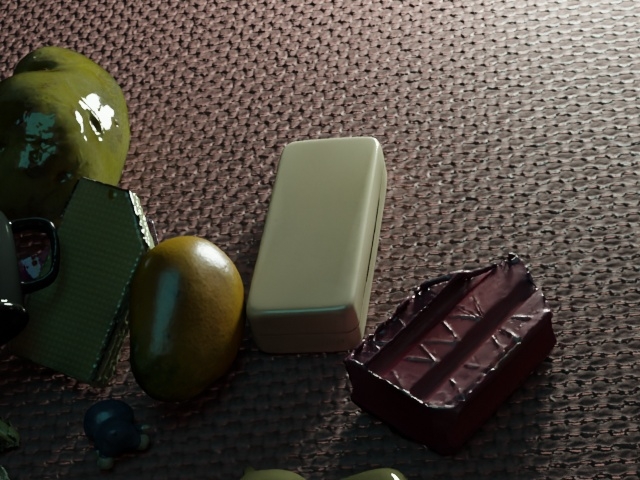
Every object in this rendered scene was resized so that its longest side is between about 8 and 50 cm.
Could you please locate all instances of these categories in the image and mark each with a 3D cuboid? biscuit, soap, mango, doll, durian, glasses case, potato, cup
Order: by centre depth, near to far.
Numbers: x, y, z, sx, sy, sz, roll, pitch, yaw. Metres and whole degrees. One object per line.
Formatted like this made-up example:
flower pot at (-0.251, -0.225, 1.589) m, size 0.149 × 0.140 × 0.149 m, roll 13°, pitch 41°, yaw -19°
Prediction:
soap at (0.167, 0.120, 1.826) m, size 0.162 × 0.099 × 0.250 m, roll 27°, pitch 56°, yaw 37°
doll at (-0.245, 0.224, 1.867) m, size 0.076 × 0.050 × 0.083 m, roll -22°, pitch 40°, yaw -16°
mango at (-0.163, 0.099, 1.910) m, size 0.120 × 0.151 × 0.221 m, roll -31°, pitch 48°, yaw 44°
durian at (-0.428, 0.237, 1.921) m, size 0.130 × 0.052 × 0.066 m, roll 21°, pitch 14°, yaw 30°
cup at (-0.428, 0.044, 1.945) m, size 0.223 × 0.169 × 0.176 m, roll -15°, pitch 66°, yaw -15°
biscuit at (-0.291, 0.051, 1.991) m, size 0.150 × 0.052 × 0.252 m, roll 15°, pitch 79°, yaw 28°
glasses case at (0.000, 0.000, 2.022) m, size 0.144 × 0.076 × 0.336 m, roll -3°, pitch 43°, yaw 14°
potato at (-0.378, -0.154, 2.207) m, size 0.218 × 0.202 × 0.351 m, roll 8°, pitch 35°, yaw 7°

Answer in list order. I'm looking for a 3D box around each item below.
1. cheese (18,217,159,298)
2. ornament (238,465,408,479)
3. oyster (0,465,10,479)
cheese at (-0.325, 0.038, 2.070) m, size 0.244 × 0.062 × 0.155 m, roll -22°, pitch 69°, yaw 9°
ornament at (-0.008, 0.304, 1.679) m, size 0.230 × 0.061 × 0.245 m, roll -16°, pitch 28°, yaw 9°
oyster at (-0.394, 0.319, 1.799) m, size 0.125 × 0.064 × 0.177 m, roll -11°, pitch 50°, yaw 27°
